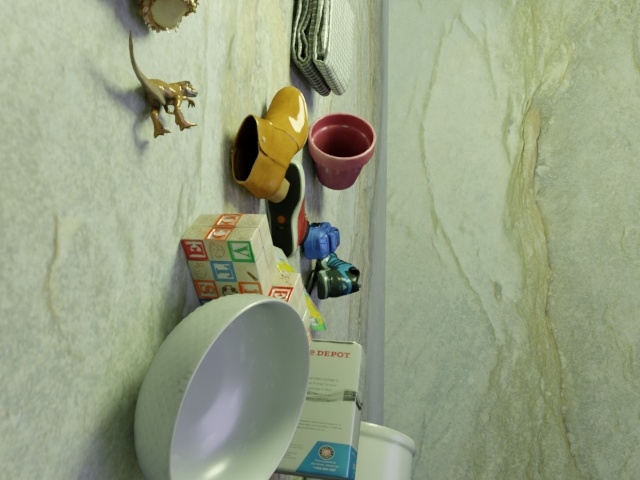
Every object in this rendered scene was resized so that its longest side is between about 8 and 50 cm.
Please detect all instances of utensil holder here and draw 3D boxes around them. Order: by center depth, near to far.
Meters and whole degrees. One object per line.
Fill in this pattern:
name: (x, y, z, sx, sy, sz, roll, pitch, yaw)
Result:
utensil holder: (0.105, 0.772, 1.599, 0.327, 0.328, 0.385, 70, 26, -53)

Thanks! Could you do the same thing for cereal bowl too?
cereal bowl: (-0.161, 0.241, 0.848, 0.339, 0.141, 0.338, -29, 124, -55)

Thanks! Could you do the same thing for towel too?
towel: (0.005, -0.583, 1.541, 0.235, 0.121, 0.283, 25, 67, -70)

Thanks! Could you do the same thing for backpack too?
backpack: (0.000, 0.000, 1.590, 0.120, 0.101, 0.097, -45, 127, -64)

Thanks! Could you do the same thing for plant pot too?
plant pot: (0.058, -0.259, 1.648, 0.180, 0.202, 0.201, 97, 4, -55)

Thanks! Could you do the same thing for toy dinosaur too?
toy dinosaur: (-0.238, -0.215, 0.794, 0.211, 0.064, 0.112, -42, 113, -82)

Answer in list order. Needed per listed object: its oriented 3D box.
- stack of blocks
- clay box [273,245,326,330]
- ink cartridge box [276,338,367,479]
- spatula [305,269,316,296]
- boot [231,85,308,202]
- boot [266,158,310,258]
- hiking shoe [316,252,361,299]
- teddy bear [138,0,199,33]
stack of blocks: (-0.125, 0.100, 0.990, 0.087, 0.171, 0.297, -68, 154, -54)
clay box: (-0.072, 0.114, 1.200, 0.222, 0.053, 0.127, 59, 8, 15)
ink cartridge box: (-0.016, 0.407, 1.313, 0.129, 0.223, 0.307, 66, 29, -58)
spatula: (-0.047, 0.214, 1.555, 0.084, 0.030, 0.296, 62, 32, -54)
boot: (-0.107, -0.235, 1.163, 0.211, 0.104, 0.294, 40, 57, -71)
boot: (-0.069, -0.091, 1.362, 0.176, 0.089, 0.244, -47, 144, -69)
hiking shoe: (0.057, 0.113, 1.691, 0.304, 0.132, 0.113, -85, 174, -73)
teddy bear: (-0.220, -0.469, 0.767, 0.245, 0.113, 0.337, -3, 102, -68)
